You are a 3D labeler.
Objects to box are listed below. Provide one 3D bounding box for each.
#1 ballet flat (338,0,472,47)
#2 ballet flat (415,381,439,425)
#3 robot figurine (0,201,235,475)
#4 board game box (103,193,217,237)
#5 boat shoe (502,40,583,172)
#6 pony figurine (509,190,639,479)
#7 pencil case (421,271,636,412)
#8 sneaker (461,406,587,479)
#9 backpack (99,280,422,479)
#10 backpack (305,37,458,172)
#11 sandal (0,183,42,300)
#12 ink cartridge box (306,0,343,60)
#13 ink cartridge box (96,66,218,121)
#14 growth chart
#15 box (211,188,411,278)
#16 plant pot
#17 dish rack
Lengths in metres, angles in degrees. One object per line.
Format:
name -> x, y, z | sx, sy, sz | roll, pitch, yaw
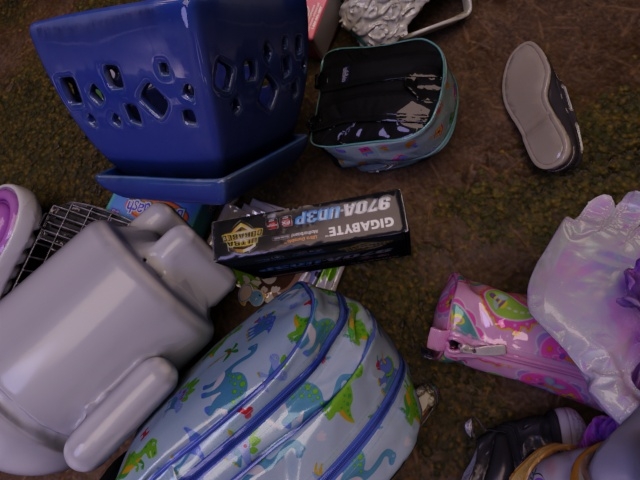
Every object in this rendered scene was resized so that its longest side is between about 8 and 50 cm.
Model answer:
ballet flat -> 0.217, -0.421, 0.716 | 0.408, 0.147, 0.147 | -34, 72, 4
ballet flat -> 0.111, 0.230, 0.596 | 0.041, 0.041, 0.114 | 37, 85, 18
robot figurine -> -0.270, 0.118, 0.546 | 0.353, 0.200, 0.300 | -44, 41, -10
board game box -> -0.231, -0.108, 0.748 | 0.159, 0.047, 0.211 | 19, 80, 15
boat shoe -> 0.319, -0.189, 0.665 | 0.064, 0.075, 0.206 | 7, 65, -31
pony figurine -> 0.278, 0.117, 0.347 | 0.302, 0.363, 0.351 | 41, 77, 20
pencil case -> 0.271, 0.126, 0.547 | 0.283, 0.124, 0.124 | 15, 79, 12
sneaker -> 0.235, 0.329, 0.520 | 0.152, 0.101, 0.269 | -7, 76, 18
backpack -> -0.062, 0.214, 0.511 | 0.355, 0.290, 0.274 | -22, 94, -2
backpack -> 0.096, -0.182, 0.644 | 0.188, 0.144, 0.166 | -1, 71, 38
sandal -> -0.580, 0.094, 0.716 | 0.169, 0.102, 0.417 | 19, 84, 32
ink cartridge box -> -0.070, -0.411, 0.748 | 0.217, 0.092, 0.159 | 24, 96, 13
ink cartridge box -> -0.283, -0.305, 0.763 | 0.219, 0.093, 0.160 | -27, 50, 3
growth chart -> -0.070, 0.021, 0.697 | 0.237, 0.021, 0.172 | 13, 80, 15
box -> 0.000, 0.000, 0.583 | 0.220, 0.175, 0.051 | -9, 78, 9
plant pot -> -0.152, -0.171, 0.569 | 0.235, 0.236, 0.212 | 6, 118, 26
dish rack -> -0.374, 0.082, 0.711 | 0.208, 0.074, 0.272 | 18, 81, 14
